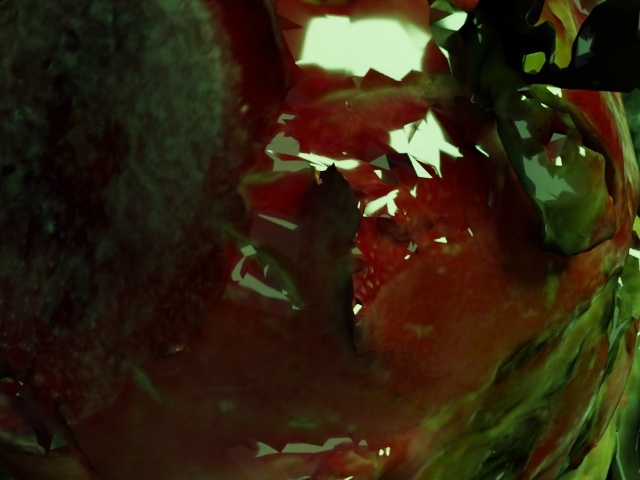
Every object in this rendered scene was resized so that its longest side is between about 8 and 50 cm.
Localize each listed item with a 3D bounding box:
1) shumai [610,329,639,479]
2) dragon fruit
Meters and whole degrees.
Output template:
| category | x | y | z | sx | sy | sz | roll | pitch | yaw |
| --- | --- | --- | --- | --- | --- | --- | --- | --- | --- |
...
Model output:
| category | x | y | z | sx | sy | sz | roll | pitch | yaw |
| --- | --- | --- | --- | --- | --- | --- | --- | --- | --- |
| shumai | 0.191 | 0.078 | 0.750 | 0.146 | 0.116 | 0.145 | -2 | 95 | -23 |
| dragon fruit | 0.000 | 0.000 | 0.603 | 0.291 | 0.250 | 0.269 | 22 | 103 | -53 |
